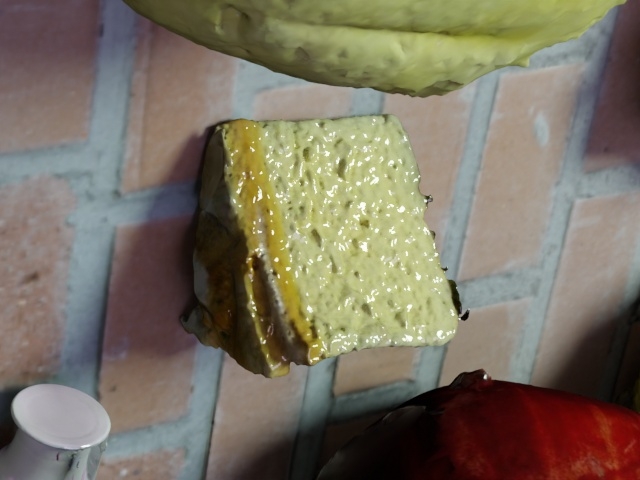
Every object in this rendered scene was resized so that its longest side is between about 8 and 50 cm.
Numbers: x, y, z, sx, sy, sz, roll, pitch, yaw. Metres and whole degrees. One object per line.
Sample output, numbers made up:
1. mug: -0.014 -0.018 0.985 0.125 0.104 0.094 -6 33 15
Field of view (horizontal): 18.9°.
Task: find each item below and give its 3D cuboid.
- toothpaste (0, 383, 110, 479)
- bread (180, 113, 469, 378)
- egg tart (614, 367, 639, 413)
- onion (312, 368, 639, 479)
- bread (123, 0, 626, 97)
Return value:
1. toothpaste: -0.198 0.232 1.186 0.100 0.066 0.323 -2 126 -33
2. bread: 0.000 0.000 1.135 0.147 0.127 0.152 -11 108 -29
3. egg tart: 0.313 0.104 1.418 0.291 0.107 0.291 -22 131 -28
4. onion: 0.121 0.243 1.253 0.341 0.341 0.341 -18 129 -24
5. bread: 0.034 -0.210 0.910 0.320 0.237 0.320 -15 126 -21
